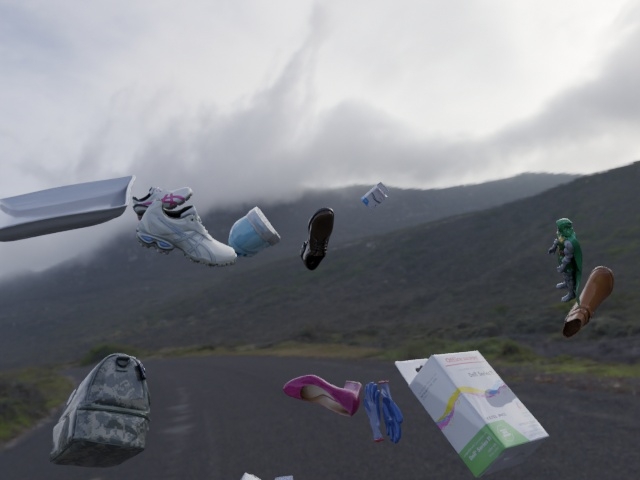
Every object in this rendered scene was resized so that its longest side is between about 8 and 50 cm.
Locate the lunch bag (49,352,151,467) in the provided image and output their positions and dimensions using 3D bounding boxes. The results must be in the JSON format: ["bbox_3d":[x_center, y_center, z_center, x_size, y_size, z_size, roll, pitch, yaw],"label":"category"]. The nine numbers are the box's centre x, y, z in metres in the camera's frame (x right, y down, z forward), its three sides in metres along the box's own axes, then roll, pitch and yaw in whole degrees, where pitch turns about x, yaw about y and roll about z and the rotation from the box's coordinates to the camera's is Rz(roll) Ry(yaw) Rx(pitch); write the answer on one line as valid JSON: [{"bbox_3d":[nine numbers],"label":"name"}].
[{"bbox_3d":[-0.608,0.478,1.830,0.212,0.256,0.305,15,-35,-30],"label":"lunch bag"}]

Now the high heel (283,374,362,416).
[{"bbox_3d":[-0.004,0.451,1.856,0.244,0.082,0.117,2,28,17],"label":"high heel"}]

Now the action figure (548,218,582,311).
[{"bbox_3d":[0.573,0.040,1.523,0.063,0.232,0.137,-12,36,9],"label":"action figure"}]

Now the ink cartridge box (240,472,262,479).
[{"bbox_3d":[-0.125,0.770,1.551,0.285,0.166,0.395,32,7,-1],"label":"ink cartridge box"}]

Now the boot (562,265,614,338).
[{"bbox_3d":[0.748,0.178,1.828,0.073,0.197,0.152,29,42,28],"label":"boot"}]

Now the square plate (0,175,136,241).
[{"bbox_3d":[-0.613,-0.073,1.535,0.347,0.049,0.344,-12,19,-9],"label":"square plate"}]

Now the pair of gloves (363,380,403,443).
[{"bbox_3d":[0.162,0.442,1.689,0.023,0.159,0.198,-5,-15,-22],"label":"pair of gloves"}]

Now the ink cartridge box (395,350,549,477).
[{"bbox_3d":[0.369,0.394,1.635,0.207,0.353,0.119,4,-53,-43],"label":"ink cartridge box"}]

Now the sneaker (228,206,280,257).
[{"bbox_3d":[-0.222,-0.016,2.021,0.150,0.135,0.366,-35,-5,-1],"label":"sneaker"}]

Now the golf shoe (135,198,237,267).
[{"bbox_3d":[-0.206,-0.011,1.064,0.176,0.086,0.069,19,8,-32],"label":"golf shoe"}]

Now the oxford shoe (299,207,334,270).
[{"bbox_3d":[0.000,0.000,2.038,0.083,0.096,0.227,3,-53,-17],"label":"oxford shoe"}]

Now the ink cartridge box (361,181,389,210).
[{"bbox_3d":[0.176,-0.141,2.079,0.083,0.048,0.028,-42,17,11],"label":"ink cartridge box"}]

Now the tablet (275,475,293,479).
[{"bbox_3d":[-0.105,0.742,1.933,0.054,0.083,0.006,-8,-28,1],"label":"tablet"}]

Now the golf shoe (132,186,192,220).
[{"bbox_3d":[-0.479,-0.129,1.986,0.186,0.086,0.067,-26,20,-23],"label":"golf shoe"}]
